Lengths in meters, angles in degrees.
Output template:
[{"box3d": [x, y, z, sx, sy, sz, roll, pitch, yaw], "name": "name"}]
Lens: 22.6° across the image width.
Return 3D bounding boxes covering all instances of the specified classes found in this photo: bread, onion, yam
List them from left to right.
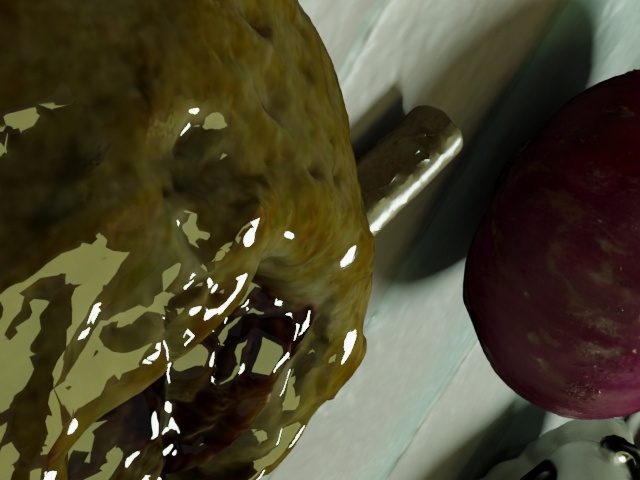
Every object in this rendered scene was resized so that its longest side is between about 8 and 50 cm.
[{"box3d": [-0.075, 0.017, 0.412, 0.230, 0.123, 0.230, -43, 154, -27], "name": "bread"}, {"box3d": [0.000, 0.000, 0.637, 0.145, 0.032, 0.032, -43, 155, -19], "name": "yam"}, {"box3d": [0.148, 0.004, 0.773, 0.177, 0.153, 0.177, -27, 141, -25], "name": "onion"}]

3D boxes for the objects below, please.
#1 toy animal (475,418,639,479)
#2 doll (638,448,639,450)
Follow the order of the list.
[{"box3d": [0.168, 0.240, 1.103, 0.156, 0.208, 0.204, -16, 139, 6], "name": "toy animal"}, {"box3d": [0.316, 0.195, 1.375, 0.076, 0.142, 0.245, -22, 149, -53], "name": "doll"}]
